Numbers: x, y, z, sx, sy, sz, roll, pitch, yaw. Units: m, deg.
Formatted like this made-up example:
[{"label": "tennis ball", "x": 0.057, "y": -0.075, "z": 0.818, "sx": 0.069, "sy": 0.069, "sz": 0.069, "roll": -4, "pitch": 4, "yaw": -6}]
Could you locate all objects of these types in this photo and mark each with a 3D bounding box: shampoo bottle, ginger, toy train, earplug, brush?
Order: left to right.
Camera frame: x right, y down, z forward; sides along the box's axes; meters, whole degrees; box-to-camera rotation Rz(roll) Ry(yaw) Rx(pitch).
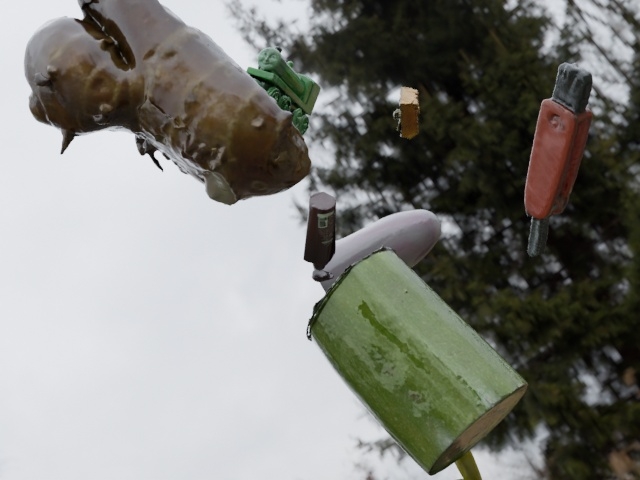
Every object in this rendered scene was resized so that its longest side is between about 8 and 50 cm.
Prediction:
[{"label": "ginger", "x": -0.210, "y": -0.172, "z": 1.320, "sx": 0.254, "sy": 0.418, "sz": 0.176, "roll": -48, "pitch": -9, "yaw": -8}, {"label": "toy train", "x": -0.071, "y": -0.272, "z": 1.888, "sx": 0.119, "sy": 0.085, "sz": 0.251, "roll": -69, "pitch": -18, "yaw": -4}, {"label": "shampoo bottle", "x": 0.002, "y": -0.001, "z": 2.276, "sx": 0.068, "sy": 0.067, "sz": 0.236, "roll": 10, "pitch": -46, "yaw": 6}, {"label": "earplug", "x": 0.149, "y": 0.020, "z": 2.410, "sx": 0.301, "sy": 0.172, "sz": 0.172, "roll": -31, "pitch": -21, "yaw": 25}, {"label": "brush", "x": 0.337, "y": -0.105, "z": 1.498, "sx": 0.051, "sy": 0.070, "sz": 0.323, "roll": -26, "pitch": -46, "yaw": -33}]

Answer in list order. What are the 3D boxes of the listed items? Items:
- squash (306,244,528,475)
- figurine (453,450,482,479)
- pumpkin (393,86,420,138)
[{"label": "squash", "x": 0.174, "y": 0.229, "z": 1.990, "sx": 0.263, "sy": 0.384, "sz": 0.263, "roll": -36, "pitch": -23, "yaw": -18}, {"label": "figurine", "x": 0.279, "y": 0.599, "z": 2.081, "sx": 0.326, "sy": 0.169, "sz": 0.218, "roll": -58, "pitch": -32, "yaw": -21}, {"label": "pumpkin", "x": 0.171, "y": -0.254, "z": 2.059, "sx": 0.054, "sy": 0.074, "sz": 0.083, "roll": -3, "pitch": -57, "yaw": 6}]
